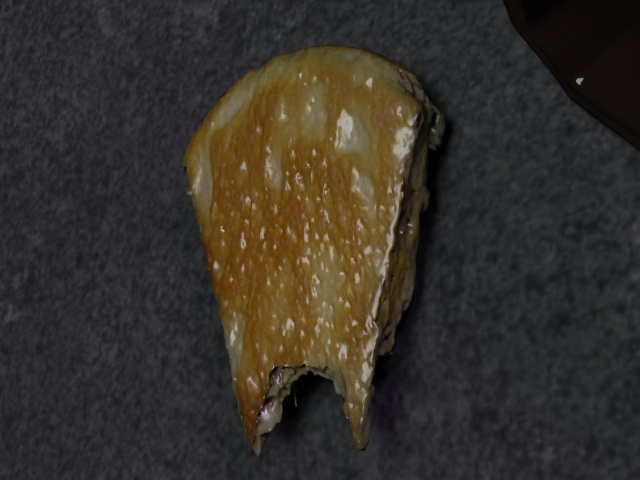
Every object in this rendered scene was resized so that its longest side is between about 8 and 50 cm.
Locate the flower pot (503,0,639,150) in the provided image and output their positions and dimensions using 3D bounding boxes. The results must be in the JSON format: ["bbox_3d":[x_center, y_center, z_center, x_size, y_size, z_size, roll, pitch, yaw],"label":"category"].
[{"bbox_3d":[0.175,-0.101,0.618,0.084,0.179,0.251,-39,48,-7],"label":"flower pot"}]

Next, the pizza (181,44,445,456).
[{"bbox_3d":[0.000,0.000,0.808,0.181,0.034,0.262,-28,57,32],"label":"pizza"}]
